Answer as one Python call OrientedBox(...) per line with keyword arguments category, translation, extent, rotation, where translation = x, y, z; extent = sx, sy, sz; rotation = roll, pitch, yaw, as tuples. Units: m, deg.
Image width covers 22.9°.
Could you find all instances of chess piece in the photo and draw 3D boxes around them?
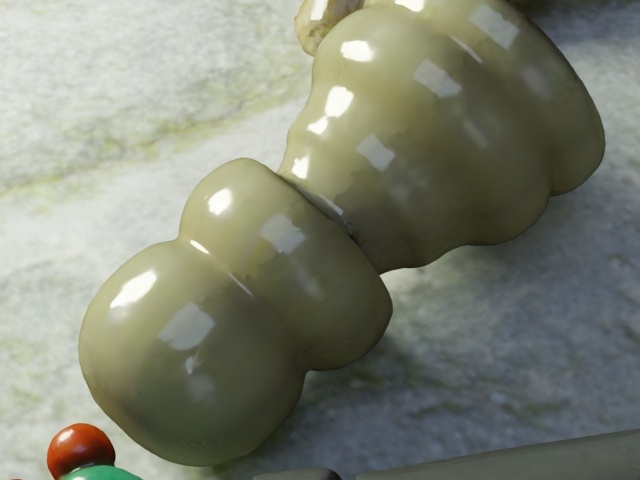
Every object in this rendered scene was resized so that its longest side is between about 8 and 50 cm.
OrientedBox(category="chess piece", translation=(0.000, 0.000, 0.870), extent=(0.167, 0.167, 0.300), rotation=(39, 77, 26))

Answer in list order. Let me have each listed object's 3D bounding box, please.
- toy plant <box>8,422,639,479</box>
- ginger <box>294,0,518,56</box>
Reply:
OrientedBox(category="toy plant", translation=(-0.020, 0.213, 0.716), extent=(0.400, 0.185, 0.279), rotation=(-14, 92, 2))
OrientedBox(category="ginger", translation=(0.107, -0.235, 1.037), extent=(0.148, 0.081, 0.333), rotation=(10, 58, 31))
